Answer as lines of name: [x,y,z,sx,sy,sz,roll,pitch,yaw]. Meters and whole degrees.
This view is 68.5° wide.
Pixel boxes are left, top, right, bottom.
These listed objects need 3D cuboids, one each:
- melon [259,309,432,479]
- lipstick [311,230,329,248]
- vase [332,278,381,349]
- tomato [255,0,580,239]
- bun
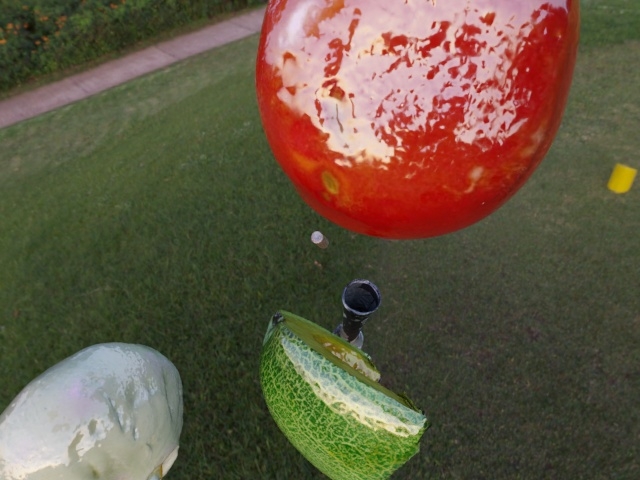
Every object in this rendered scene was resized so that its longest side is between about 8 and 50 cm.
melon: [-0.008,0.175,0.539,0.169,0.265,0.129,32,87,-5]
lipstick: [0.000,0.000,0.723,0.019,0.019,0.094,-1,-5,7]
vase: [0.053,0.126,0.748,0.059,0.167,0.059,2,56,-4]
tomato: [0.096,-0.166,0.485,0.289,0.325,0.293,12,17,12]
bun: [-0.302,0.289,0.659,0.179,0.283,0.283,28,49,26]
